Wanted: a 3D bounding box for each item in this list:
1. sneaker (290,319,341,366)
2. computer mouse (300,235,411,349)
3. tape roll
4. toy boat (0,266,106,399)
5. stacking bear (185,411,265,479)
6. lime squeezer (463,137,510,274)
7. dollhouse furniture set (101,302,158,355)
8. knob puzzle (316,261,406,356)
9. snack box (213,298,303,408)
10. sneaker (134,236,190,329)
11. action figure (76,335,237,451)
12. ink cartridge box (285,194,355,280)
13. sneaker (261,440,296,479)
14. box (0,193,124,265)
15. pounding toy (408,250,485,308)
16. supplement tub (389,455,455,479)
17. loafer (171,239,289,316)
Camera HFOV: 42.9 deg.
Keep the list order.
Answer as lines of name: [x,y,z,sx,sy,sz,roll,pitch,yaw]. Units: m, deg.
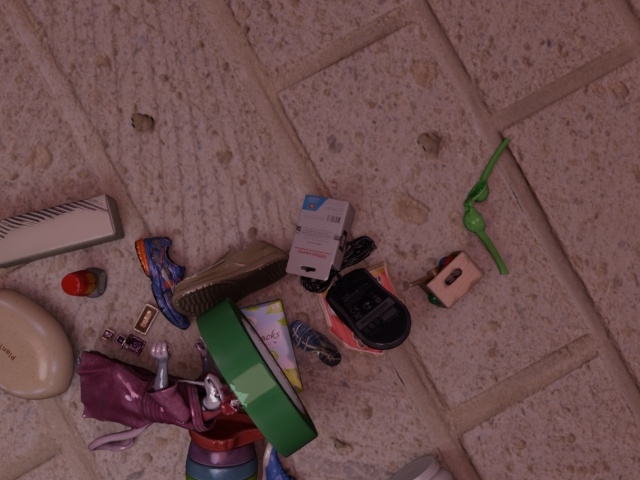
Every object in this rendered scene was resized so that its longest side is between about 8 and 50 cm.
sneaker: [-0.012,0.223,1.787,0.135,0.058,0.052,42,100,-6]
computer mouse: [0.099,0.132,1.754,0.189,0.072,0.272,-33,58,-8]
tape roll: [-0.122,0.262,1.577,0.077,0.321,0.321,-34,89,-4]
toy boat: [-0.584,0.181,1.732,0.318,0.148,0.267,-45,85,4]
stacking bear: [-0.205,0.521,1.717,0.175,0.164,0.288,-5,101,-46]
lime squeezer: [0.374,-0.081,1.818,0.110,0.059,0.310,2,87,-2]
dollhouse furniture set: [-0.411,0.183,1.756,0.091,0.081,0.114,29,86,-1]
knob puzzle: [0.102,0.168,1.807,0.213,0.030,0.213,0,87,-3]
snack box: [-0.145,0.246,1.772,0.175,0.070,0.207,-15,87,-3]
sneaker: [-0.328,0.089,1.768,0.087,0.083,0.221,-22,92,-12]
action figure: [-0.322,0.322,1.617,0.370,0.248,0.275,6,85,28]
ink cartridge box: [0.000,0.000,1.766,0.104,0.060,0.180,11,77,20]
sneaker: [-0.084,0.505,1.767,0.085,0.058,0.152,6,91,3]
box: [-0.572,-0.018,1.744,0.275,0.113,0.094,-15,87,-5]
pounding toy: [0.264,0.084,1.768,0.141,0.130,0.100,-43,90,-4]
supplement tub: [0.245,0.578,1.738,0.144,0.144,0.199,-32,89,-4]
loafer: [-0.198,0.079,1.759,0.269,0.101,0.092,-21,45,-17]
